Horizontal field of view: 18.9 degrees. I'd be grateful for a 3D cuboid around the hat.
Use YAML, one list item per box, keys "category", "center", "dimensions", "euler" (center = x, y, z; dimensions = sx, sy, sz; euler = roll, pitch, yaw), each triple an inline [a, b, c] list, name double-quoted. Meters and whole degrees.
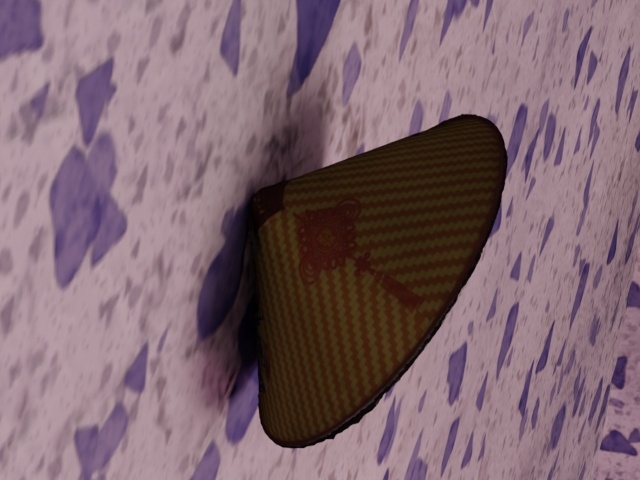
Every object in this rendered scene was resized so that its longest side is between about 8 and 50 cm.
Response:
- category: "hat"
  center: [0.000, 0.000, 0.935]
  dimensions: [0.193, 0.082, 0.193]
  euler: [-49, -161, 23]
